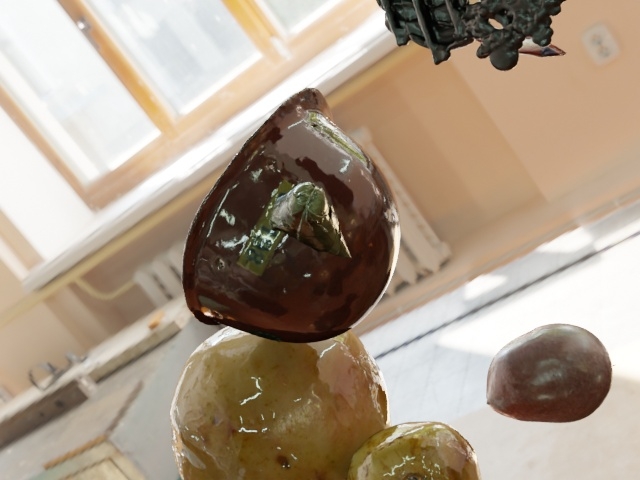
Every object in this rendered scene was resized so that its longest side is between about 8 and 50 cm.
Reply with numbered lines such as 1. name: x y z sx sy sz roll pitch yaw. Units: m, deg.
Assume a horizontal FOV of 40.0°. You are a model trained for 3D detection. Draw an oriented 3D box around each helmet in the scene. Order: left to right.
1. helmet: 0.000 0.000 1.273 0.384 0.230 0.337 -60 -22 -2

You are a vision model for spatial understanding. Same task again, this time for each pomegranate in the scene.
1. pomegranate: -0.070 0.303 1.524 0.411 0.411 0.411 -35 14 10
2. pomegranate: 0.143 0.365 1.283 0.215 0.215 0.215 -35 14 10

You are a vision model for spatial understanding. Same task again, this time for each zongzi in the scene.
1. zongzi: 0.006 -0.020 1.042 0.055 0.119 0.109 -64 13 -20

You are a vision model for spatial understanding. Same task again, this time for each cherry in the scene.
1. cherry: 0.503 0.299 1.945 0.308 0.221 0.261 -15 -14 -8

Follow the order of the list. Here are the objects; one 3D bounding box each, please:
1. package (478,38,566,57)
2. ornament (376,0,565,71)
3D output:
1. package: 0.384 -0.375 1.689 0.200 0.083 0.022 -10 -50 -41
2. ornament: 0.152 -0.307 0.997 0.251 0.260 0.106 -13 3 41
